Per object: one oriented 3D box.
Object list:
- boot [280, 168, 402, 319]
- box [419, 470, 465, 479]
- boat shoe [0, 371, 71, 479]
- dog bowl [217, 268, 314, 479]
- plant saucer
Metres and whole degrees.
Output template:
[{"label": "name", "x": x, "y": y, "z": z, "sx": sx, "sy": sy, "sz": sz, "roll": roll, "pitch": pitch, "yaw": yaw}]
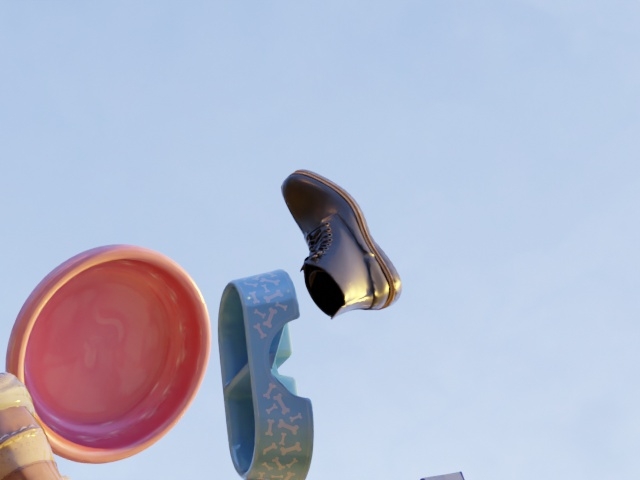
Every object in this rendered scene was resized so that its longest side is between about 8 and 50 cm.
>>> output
[{"label": "boot", "x": 0.000, "y": 0.000, "z": 1.251, "sx": 0.198, "sy": 0.137, "sz": 0.077, "roll": 48, "pitch": -64, "yaw": 17}, {"label": "box", "x": 0.196, "y": 0.449, "z": 1.689, "sx": 0.072, "sy": 0.126, "sz": 0.137, "roll": -8, "pitch": -46, "yaw": -12}, {"label": "boat shoe", "x": -0.255, "y": 0.231, "z": 0.837, "sx": 0.116, "sy": 0.123, "sz": 0.324, "roll": 47, "pitch": -34, "yaw": 21}, {"label": "dog bowl", "x": -0.079, "y": 0.181, "z": 1.457, "sx": 0.074, "sy": 0.297, "sz": 0.166, "roll": 1, "pitch": -24, "yaw": -20}, {"label": "plant saucer", "x": -0.323, "y": 0.165, "z": 1.648, "sx": 0.084, "sy": 0.332, "sz": 0.332, "roll": 14, "pitch": -42, "yaw": 50}]
